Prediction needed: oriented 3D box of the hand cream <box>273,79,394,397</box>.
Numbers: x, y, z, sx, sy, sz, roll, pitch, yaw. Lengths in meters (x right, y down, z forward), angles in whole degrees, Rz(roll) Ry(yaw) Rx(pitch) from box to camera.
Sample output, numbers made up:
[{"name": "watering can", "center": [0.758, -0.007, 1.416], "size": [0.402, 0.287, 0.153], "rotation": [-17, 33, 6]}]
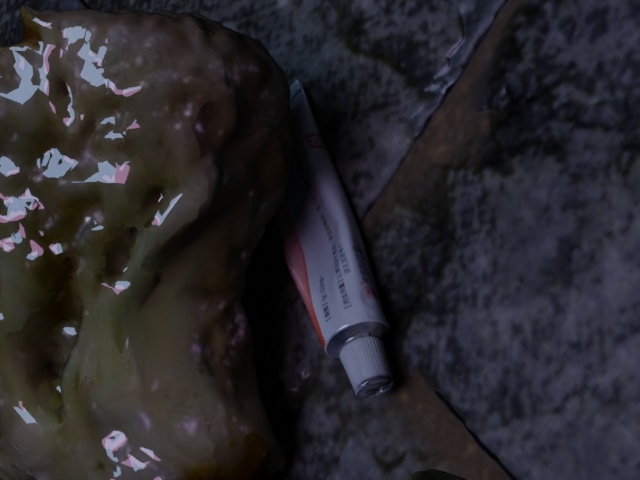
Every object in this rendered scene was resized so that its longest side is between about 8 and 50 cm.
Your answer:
[{"name": "hand cream", "center": [-0.002, 0.000, 0.732], "size": [0.052, 0.038, 0.216], "rotation": [-26, 53, 10]}]

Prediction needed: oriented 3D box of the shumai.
[{"name": "shumai", "center": [-0.147, 0.048, 0.727], "size": [0.346, 0.217, 0.283], "rotation": [-26, 62, 34]}]

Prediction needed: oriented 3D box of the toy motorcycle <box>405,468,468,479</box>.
[{"name": "toy motorcycle", "center": [0.145, 0.193, 0.444], "size": [0.410, 0.168, 0.237], "rotation": [-12, 78, 32]}]
